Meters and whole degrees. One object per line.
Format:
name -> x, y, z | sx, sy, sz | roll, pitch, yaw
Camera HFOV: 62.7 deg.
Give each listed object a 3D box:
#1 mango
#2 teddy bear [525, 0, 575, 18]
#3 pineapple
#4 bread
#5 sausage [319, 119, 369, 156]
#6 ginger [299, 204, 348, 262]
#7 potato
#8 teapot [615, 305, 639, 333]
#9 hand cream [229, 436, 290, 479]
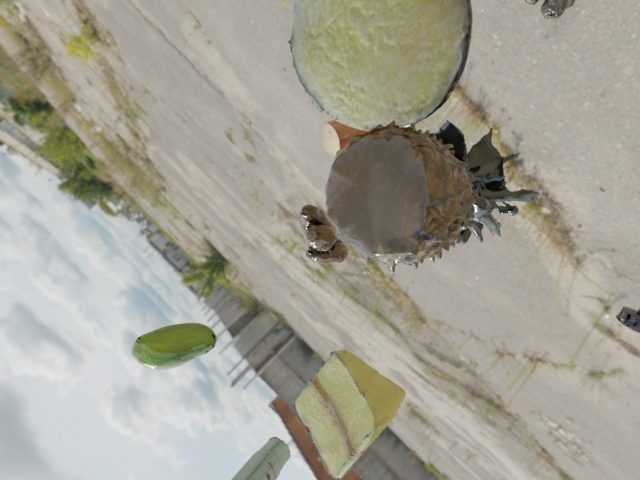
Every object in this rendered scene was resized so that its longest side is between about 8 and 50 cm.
mango -> -0.279, 0.207, 1.010 | 0.091, 0.165, 0.074 | -92, -6, -60
teddy bear -> 0.616, -0.712, 1.449 | 0.190, 0.177, 0.140 | 30, 140, 28
pineapple -> 0.152, -0.064, 0.652 | 0.165, 0.165, 0.364 | 39, -152, 24
bread -> 0.047, 0.463, 1.416 | 0.236, 0.263, 0.198 | 38, -153, 11
sausage -> 0.149, -0.310, 1.396 | 0.093, 0.312, 0.093 | 42, 145, 40
ginger -> 0.000, 0.000, 1.034 | 0.103, 0.073, 0.162 | 62, -173, 27
potato -> 0.094, -0.271, 0.733 | 0.299, 0.116, 0.239 | 22, 112, 40
teapot -> 0.663, 0.162, 1.098 | 0.100, 0.045, 0.068 | 10, -155, -26
hand cream -> -0.145, 0.413, 0.795 | 0.058, 0.331, 0.085 | -5, 101, 27
